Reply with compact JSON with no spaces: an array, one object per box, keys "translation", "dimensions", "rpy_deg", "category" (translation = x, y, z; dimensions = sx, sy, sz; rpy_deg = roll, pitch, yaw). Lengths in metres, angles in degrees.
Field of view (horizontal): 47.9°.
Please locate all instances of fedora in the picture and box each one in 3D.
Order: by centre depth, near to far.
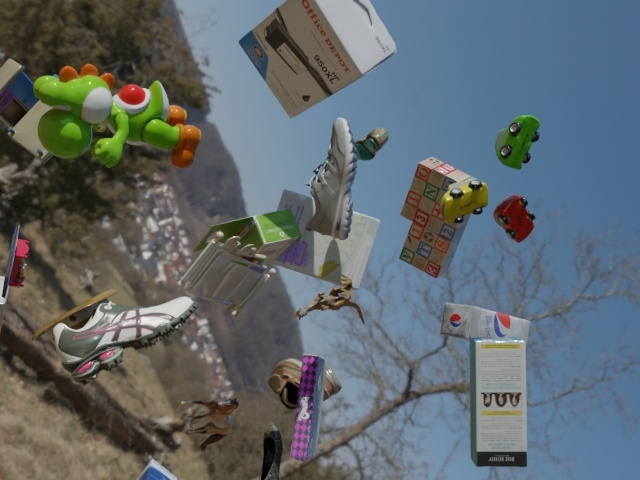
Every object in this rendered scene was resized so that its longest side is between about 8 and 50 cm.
[{"translation":[-0.481,0.171,1.458],"dimensions":[0.079,0.194,0.194],"rpy_deg":[60,-9,-4],"category":"fedora"}]

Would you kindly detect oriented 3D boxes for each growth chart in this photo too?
[{"translation":[-0.193,0.075,1.548],"dimensions":[0.021,0.172,0.237],"rpy_deg":[49,7,37],"category":"growth chart"}]

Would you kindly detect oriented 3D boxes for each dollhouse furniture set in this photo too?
[{"translation":[-0.717,-0.259,1.834],"dimensions":[0.303,0.286,0.198],"rpy_deg":[32,-13,19],"category":"dollhouse furniture set"}]

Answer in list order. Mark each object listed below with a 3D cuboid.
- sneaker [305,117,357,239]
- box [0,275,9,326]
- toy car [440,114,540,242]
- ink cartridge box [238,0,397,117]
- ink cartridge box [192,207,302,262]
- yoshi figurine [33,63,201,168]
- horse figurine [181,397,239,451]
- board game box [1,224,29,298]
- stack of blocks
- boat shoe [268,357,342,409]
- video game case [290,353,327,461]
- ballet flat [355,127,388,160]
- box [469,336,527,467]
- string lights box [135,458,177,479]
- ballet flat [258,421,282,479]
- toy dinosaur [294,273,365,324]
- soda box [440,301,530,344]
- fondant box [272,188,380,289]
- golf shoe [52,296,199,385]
[{"translation":[0.020,-0.144,1.656],"dimensions":[0.105,0.115,0.281],"rpy_deg":[15,81,-81],"category":"sneaker"},{"translation":[-0.848,0.221,1.798],"dimensions":[0.113,0.094,0.275],"rpy_deg":[-112,-141,-54],"category":"box"},{"translation":[0.325,-0.121,1.299],"dimensions":[0.053,0.239,0.225],"rpy_deg":[37,-69,52],"category":"toy car"},{"translation":[-0.017,-0.554,2.048],"dimensions":[0.285,0.166,0.395],"rpy_deg":[55,-32,-12],"category":"ink cartridge box"},{"translation":[-0.212,0.008,2.065],"dimensions":[0.189,0.255,0.097],"rpy_deg":[-41,-111,53],"category":"ink cartridge box"},{"translation":[-0.459,-0.241,1.573],"dimensions":[0.204,0.362,0.203],"rpy_deg":[-15,-109,43],"category":"yoshi figurine"},{"translation":[-0.339,0.565,2.266],"dimensions":[0.066,0.175,0.263],"rpy_deg":[-102,-170,-45],"category":"horse figurine"},{"translation":[-0.555,0.042,1.327],"dimensions":[0.169,0.033,0.133],"rpy_deg":[-6,-106,63],"category":"board game box"},{"translation":[0.322,-0.064,2.045],"dimensions":[0.171,0.087,0.297],"rpy_deg":[30,-59,23],"category":"stack of blocks"},{"translation":[-0.072,0.411,2.031],"dimensions":[0.123,0.116,0.324],"rpy_deg":[55,-31,-8],"category":"boat shoe"},{"translation":[-0.024,0.388,1.683],"dimensions":[0.210,0.042,0.232],"rpy_deg":[64,32,-77],"category":"video game case"},{"translation":[0.153,-0.283,2.111],"dimensions":[0.073,0.067,0.206],"rpy_deg":[50,-13,-8],"category":"ballet flat"},{"translation":[0.348,0.315,1.414],"dimensions":[0.060,0.101,0.244],"rpy_deg":[70,20,-88],"category":"box"},{"translation":[-0.369,0.556,1.464],"dimensions":[0.077,0.133,0.260],"rpy_deg":[40,-3,-7],"category":"string lights box"},{"translation":[-0.130,0.554,1.851],"dimensions":[0.057,0.049,0.173],"rpy_deg":[-20,-119,42],"category":"ballet flat"},{"translation":[0.036,0.130,1.544],"dimensions":[0.112,0.212,0.064],"rpy_deg":[-50,-129,38],"category":"toy dinosaur"},{"translation":[0.459,0.240,1.987],"dimensions":[0.098,0.286,0.091],"rpy_deg":[3,-100,49],"category":"soda box"},{"translation":[0.000,0.000,2.338],"dimensions":[0.096,0.330,0.238],"rpy_deg":[104,4,-85],"category":"fondant box"},{"translation":[-0.353,0.154,1.332],"dimensions":[0.120,0.273,0.105],"rpy_deg":[59,-34,5],"category":"golf shoe"}]
